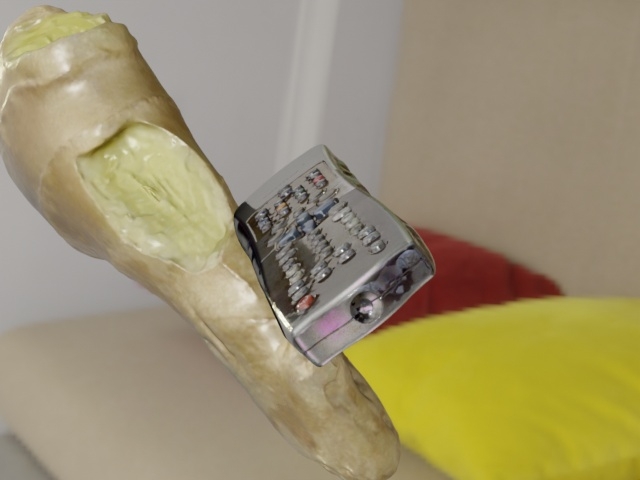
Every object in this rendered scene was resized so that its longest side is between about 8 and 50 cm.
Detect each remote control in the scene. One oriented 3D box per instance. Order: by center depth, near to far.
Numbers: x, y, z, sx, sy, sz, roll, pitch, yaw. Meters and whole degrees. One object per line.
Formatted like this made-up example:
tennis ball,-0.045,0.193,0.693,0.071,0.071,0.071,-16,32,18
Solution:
remote control,0.000,0.000,0.653,0.059,0.028,0.212,-36,15,1

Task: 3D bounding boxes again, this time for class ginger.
ginger,-0.067,0.004,0.818,0.294,0.086,0.131,50,147,14
